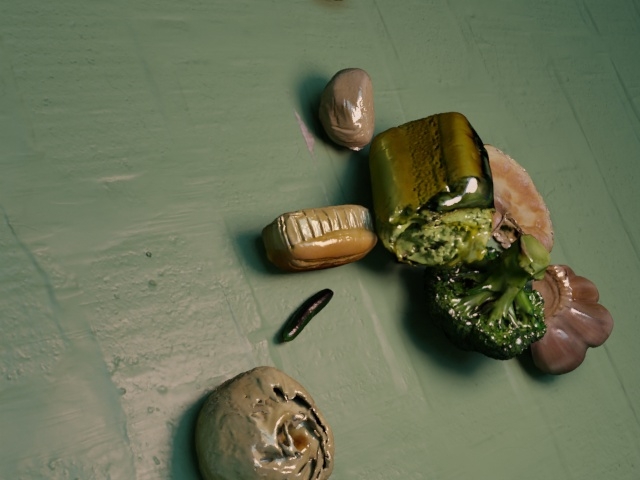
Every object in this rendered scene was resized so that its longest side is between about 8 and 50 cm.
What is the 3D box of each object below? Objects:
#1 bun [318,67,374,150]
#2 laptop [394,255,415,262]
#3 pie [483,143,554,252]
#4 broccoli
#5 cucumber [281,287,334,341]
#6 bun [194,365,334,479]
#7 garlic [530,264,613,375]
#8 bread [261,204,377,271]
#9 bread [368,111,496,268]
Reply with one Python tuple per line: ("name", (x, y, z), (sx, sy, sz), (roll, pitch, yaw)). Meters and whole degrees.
("bun", (0.054, -0.284, 2.021), (0.173, 0.113, 0.166), (-74, 159, -48))
("laptop", (0.188, -0.040, 2.077), (0.135, 0.016, 0.197), (0, 66, -39))
("pie", (0.442, -0.087, 2.268), (0.337, 0.075, 0.337), (21, 50, -28))
("broccoli", (0.369, 0.106, 1.950), (0.297, 0.297, 0.297), (24, 42, -23))
("cucumber", (-0.025, 0.139, 1.795), (0.036, 0.033, 0.184), (36, 44, 8))
("bun", (-0.083, 0.331, 1.568), (0.259, 0.152, 0.259), (17, 61, -33))
("garlic", (0.549, 0.174, 2.140), (0.292, 0.210, 0.237), (34, 23, -52))
("bread", (0.000, 0.000, 1.813), (0.236, 0.140, 0.106), (-6, 75, -39))
("bread", (0.233, -0.108, 1.944), (0.376, 0.251, 0.208), (-93, 169, -53))
